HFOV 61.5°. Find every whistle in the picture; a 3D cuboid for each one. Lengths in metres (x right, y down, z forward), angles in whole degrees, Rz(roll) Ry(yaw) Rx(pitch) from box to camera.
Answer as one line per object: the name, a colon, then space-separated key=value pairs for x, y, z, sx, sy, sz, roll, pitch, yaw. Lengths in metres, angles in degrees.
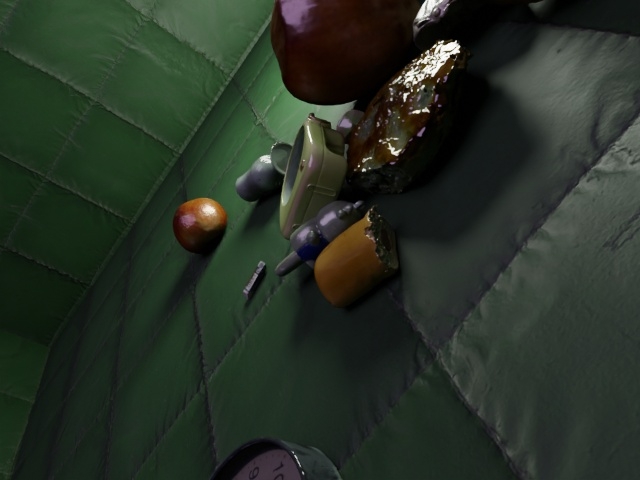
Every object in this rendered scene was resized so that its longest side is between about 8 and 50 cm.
whistle: x=0.000 y=0.000 z=1.080 sx=0.244 sy=0.092 sz=0.110 roll=-42 pitch=-13 yaw=23

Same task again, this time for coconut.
coconut: x=0.076 y=-0.259 z=1.244 sx=0.083 sy=0.082 sz=0.081 roll=-11 pitch=9 yaw=2

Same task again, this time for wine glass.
wine glass: x=-0.155 y=-0.187 z=1.530 sx=0.231 sy=0.103 sz=0.103 roll=-26 pitch=41 yaw=51

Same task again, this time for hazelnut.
hazelnut: x=0.049 y=-0.499 z=1.299 sx=0.366 sy=0.366 sz=0.365 roll=-40 pitch=32 yaw=32

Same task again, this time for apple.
apple: x=-0.399 y=-0.048 z=1.770 sx=0.195 sy=0.160 sz=0.173 roll=-48 pitch=49 yaw=33

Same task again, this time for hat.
hat: x=0.277 y=-0.507 z=1.111 sx=0.214 sy=0.149 sz=0.244 roll=-32 pitch=48 yaw=41

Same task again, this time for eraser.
eraser: x=-0.162 y=0.099 z=1.337 sx=0.027 sy=0.019 sz=0.099 roll=26 pitch=85 yaw=50

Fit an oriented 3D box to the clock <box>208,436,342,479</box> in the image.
clock: x=-0.103 y=0.480 z=0.776 sx=0.386 sy=0.077 sz=0.386 roll=-41 pitch=32 yaw=32

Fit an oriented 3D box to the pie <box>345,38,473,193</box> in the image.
pie: x=0.163 y=-0.236 z=1.043 sx=0.355 sy=0.103 sz=0.288 roll=-13 pitch=51 yaw=64

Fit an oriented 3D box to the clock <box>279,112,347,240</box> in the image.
clock: x=-0.019 y=-0.161 z=1.213 sx=0.307 sy=0.096 sz=0.235 roll=-92 pitch=19 yaw=-48

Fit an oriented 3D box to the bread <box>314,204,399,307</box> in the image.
bread: x=0.058 y=0.033 z=0.958 sx=0.173 sy=0.085 sz=0.134 roll=-41 pitch=31 yaw=30

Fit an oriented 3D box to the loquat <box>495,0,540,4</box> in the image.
loquat: x=0.352 y=-0.537 z=0.867 sx=0.284 sy=0.276 sz=0.275 roll=6 pitch=68 yaw=53
